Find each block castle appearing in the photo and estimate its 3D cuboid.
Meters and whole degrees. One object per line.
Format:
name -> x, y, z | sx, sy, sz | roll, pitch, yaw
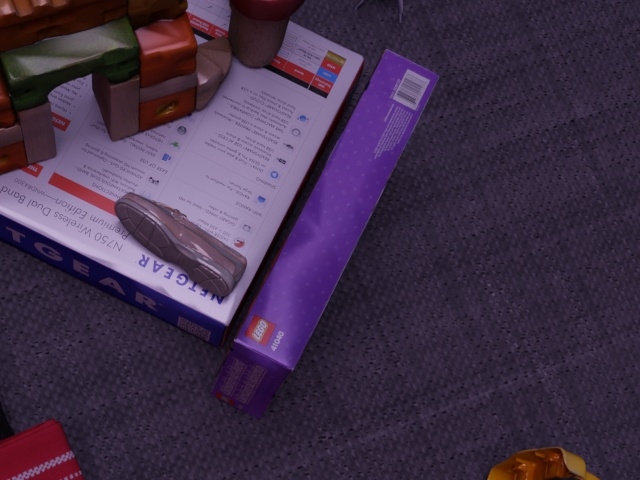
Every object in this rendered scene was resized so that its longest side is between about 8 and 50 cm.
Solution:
block castle -> -0.253, -0.248, 1.112 | 0.453, 0.213, 0.303 | -19, 74, -15

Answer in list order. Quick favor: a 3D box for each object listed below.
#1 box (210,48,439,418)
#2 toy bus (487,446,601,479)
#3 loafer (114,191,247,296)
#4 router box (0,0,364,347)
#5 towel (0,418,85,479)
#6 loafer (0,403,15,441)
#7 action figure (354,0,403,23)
box -> 0.000, 0.000, 1.160 | 0.057, 0.201, 0.293 | 27, 68, 0
toy bus -> 0.232, 0.309, 1.130 | 0.211, 0.149, 0.220 | 19, 66, -16
loafer -> -0.120, -0.002, 1.142 | 0.125, 0.045, 0.039 | 38, 53, -2
router box -> -0.173, -0.110, 1.234 | 0.335, 0.082, 0.301 | 27, 69, 1
towel -> -0.242, 0.297, 1.048 | 0.199, 0.031, 0.275 | -21, 88, -40
loafer -> -0.308, 0.174, 1.125 | 0.080, 0.078, 0.220 | -1, 73, -56
action figure -> 0.084, -0.366, 1.338 | 0.164, 0.141, 0.276 | 10, 66, -7
